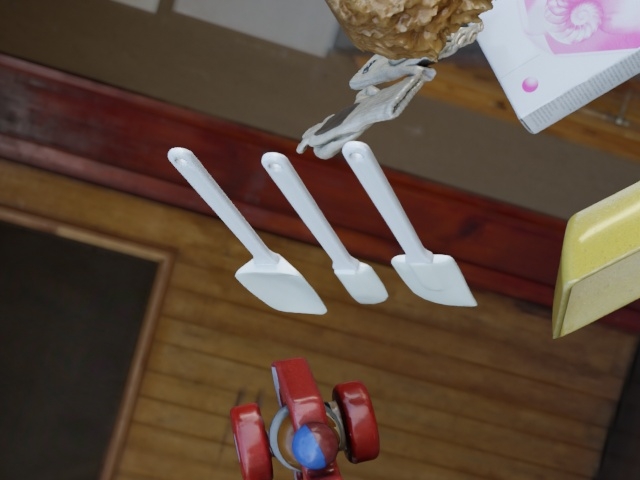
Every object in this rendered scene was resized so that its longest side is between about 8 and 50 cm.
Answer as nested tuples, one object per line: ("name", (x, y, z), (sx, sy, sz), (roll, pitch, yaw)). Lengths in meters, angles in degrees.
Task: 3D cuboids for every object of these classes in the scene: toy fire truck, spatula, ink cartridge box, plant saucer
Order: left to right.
("spatula", (0.000, 0.000, 0.835), (0.242, 0.168, 0.019), (52, -136, -57))
("toy fire truck", (0.001, 0.283, 1.384), (0.254, 0.169, 0.302), (151, 108, -80))
("ink cartridge box", (0.337, -0.353, 1.551), (0.330, 0.071, 0.324), (-31, 62, 16))
("plant saucer", (0.409, -0.018, 1.422), (0.081, 0.333, 0.333), (64, -179, 17))

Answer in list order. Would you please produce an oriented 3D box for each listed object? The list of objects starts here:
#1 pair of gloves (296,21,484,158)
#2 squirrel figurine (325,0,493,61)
("pair of gloves", (0.085, -0.187, 1.509), (0.204, 0.042, 0.240), (-21, 24, 48))
("squirrel figurine", (0.128, -0.392, 1.208), (0.397, 0.370, 0.281), (61, -175, 24))
